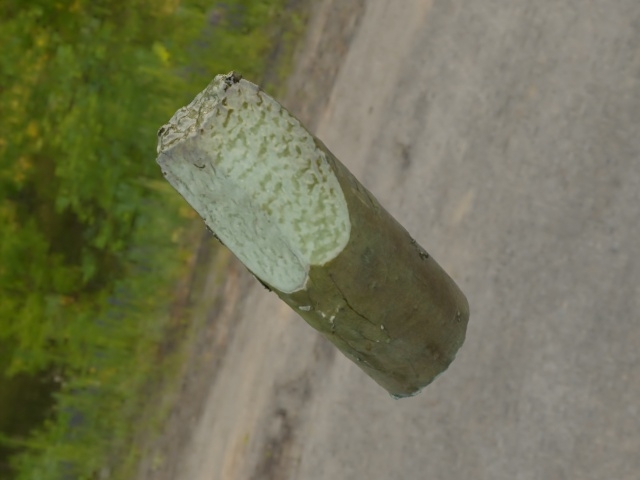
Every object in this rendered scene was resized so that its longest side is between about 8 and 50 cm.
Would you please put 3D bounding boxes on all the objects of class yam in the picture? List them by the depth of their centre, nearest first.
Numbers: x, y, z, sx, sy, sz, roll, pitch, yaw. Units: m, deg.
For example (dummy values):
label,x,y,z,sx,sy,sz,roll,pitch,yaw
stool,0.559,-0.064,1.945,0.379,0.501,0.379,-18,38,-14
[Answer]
label,x,y,z,sx,sy,sz,roll,pitch,yaw
yam,0.000,0.000,0.906,0.106,0.259,0.106,-35,30,23
